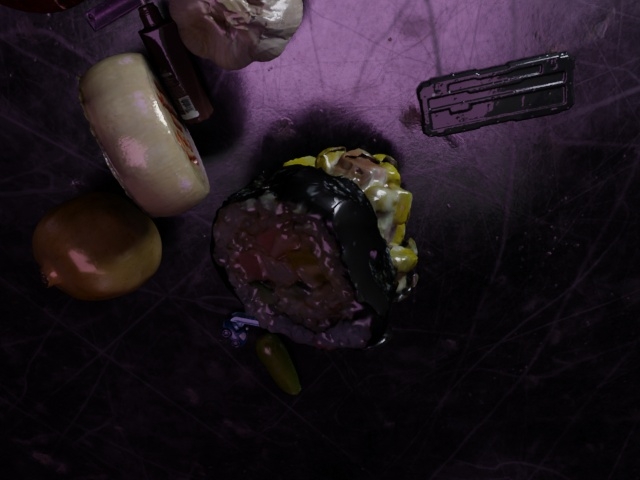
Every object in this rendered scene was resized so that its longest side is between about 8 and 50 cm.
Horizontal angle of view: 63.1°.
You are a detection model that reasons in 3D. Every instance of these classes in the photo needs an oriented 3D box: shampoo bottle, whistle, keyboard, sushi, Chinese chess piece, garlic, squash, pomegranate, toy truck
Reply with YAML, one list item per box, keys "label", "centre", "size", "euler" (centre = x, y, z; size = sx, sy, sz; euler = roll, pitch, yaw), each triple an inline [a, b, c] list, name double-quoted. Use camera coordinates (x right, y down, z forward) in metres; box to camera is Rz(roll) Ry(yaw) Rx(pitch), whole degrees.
- label: "shampoo bottle"
  centre: [-0.258, -0.315, 0.881]
  size: [0.068, 0.067, 0.237]
  euler: [-22, 123, -2]
- label: "whistle"
  centre: [-0.318, -0.401, 0.866]
  size: [0.176, 0.033, 0.033]
  euler: [-21, 117, 17]
- label: "keyboard"
  centre: [0.303, -0.251, 0.905]
  size: [0.262, 0.016, 0.106]
  euler: [-10, 120, 10]
- label: "sushi"
  centre: [0.000, 0.000, 0.952]
  size: [0.328, 0.285, 0.328]
  euler: [-12, 116, 37]
- label: "Chinese chess piece"
  centre: [-0.285, -0.169, 0.864]
  size: [0.112, 0.270, 0.270]
  euler: [-25, 117, -3]
- label: "garlic"
  centre: [-0.132, -0.372, 0.796]
  size: [0.227, 0.152, 0.228]
  euler: [5, 121, 8]
- label: "squash"
  centre: [-0.096, 0.298, 1.244]
  size: [0.066, 0.066, 0.201]
  euler: [-17, 121, 15]
- label: "pomegranate"
  centre: [-0.436, 0.012, 1.026]
  size: [0.232, 0.233, 0.233]
  euler: [2, 121, 4]
- label: "toy truck"
  centre: [-0.178, 0.199, 1.203]
  size: [0.090, 0.056, 0.073]
  euler: [-33, 107, 8]

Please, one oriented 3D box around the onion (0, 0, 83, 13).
- label: "onion"
  centre: [-0.412, -0.459, 0.714]
  size: [0.275, 0.276, 0.277]
  euler: [2, 121, 4]
